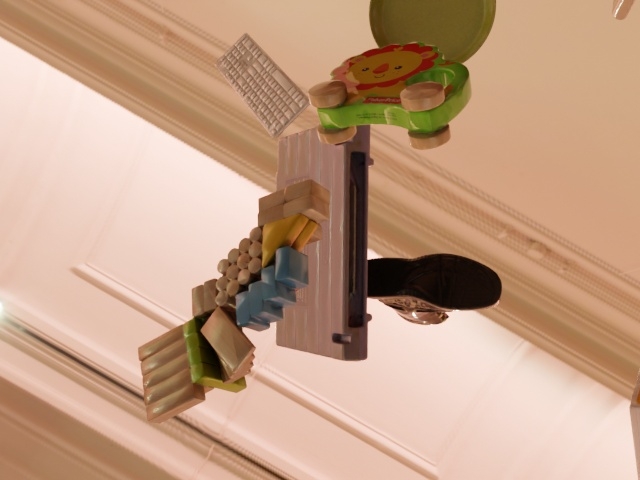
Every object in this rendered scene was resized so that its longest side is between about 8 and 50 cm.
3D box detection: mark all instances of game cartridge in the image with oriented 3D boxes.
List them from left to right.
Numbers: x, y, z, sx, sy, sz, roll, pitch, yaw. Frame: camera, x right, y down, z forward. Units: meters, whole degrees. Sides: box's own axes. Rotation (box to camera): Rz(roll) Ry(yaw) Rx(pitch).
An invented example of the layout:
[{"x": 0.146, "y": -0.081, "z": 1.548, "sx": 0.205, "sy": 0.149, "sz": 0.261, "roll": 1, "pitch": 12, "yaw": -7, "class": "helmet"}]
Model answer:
[{"x": 0.000, "y": 0.000, "z": 1.155, "sx": 0.068, "sy": 0.230, "sz": 0.354, "roll": 2, "pitch": -92, "yaw": -26, "class": "game cartridge"}]

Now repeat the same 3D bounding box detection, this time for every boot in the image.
[{"x": 0.190, "y": 0.086, "z": 1.172, "sx": 0.237, "sy": 0.178, "sz": 0.085, "roll": 2, "pitch": -108, "yaw": 29, "class": "boot"}]

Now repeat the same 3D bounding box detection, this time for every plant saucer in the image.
[{"x": 0.214, "y": -0.438, "z": 1.402, "sx": 0.241, "sy": 0.037, "sz": 0.240, "roll": 1, "pitch": -86, "yaw": 15, "class": "plant saucer"}]

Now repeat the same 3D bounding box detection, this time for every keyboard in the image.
[{"x": -0.090, "y": -0.233, "z": 1.071, "sx": 0.072, "sy": 0.014, "sz": 0.256, "roll": -48, "pitch": -136, "yaw": 11, "class": "keyboard"}]

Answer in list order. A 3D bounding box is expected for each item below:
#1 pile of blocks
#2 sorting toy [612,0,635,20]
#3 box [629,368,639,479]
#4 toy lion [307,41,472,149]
[{"x": -0.082, "y": 0.093, "z": 0.941, "sx": 0.362, "sy": 0.113, "sz": 0.149, "roll": -51, "pitch": -129, "yaw": 9, "class": "pile of blocks"}, {"x": 0.555, "y": -0.521, "z": 1.275, "sx": 0.038, "sy": 0.193, "sz": 0.208, "roll": 6, "pitch": -103, "yaw": 8, "class": "sorting toy"}, {"x": 0.476, "y": 0.262, "z": 0.948, "sx": 0.103, "sy": 0.114, "sz": 0.203, "roll": -47, "pitch": -53, "yaw": -44, "class": "box"}, {"x": 0.046, "y": -0.094, "z": 0.440, "sx": 0.100, "sy": 0.034, "sz": 0.096, "roll": 10, "pitch": -139, "yaw": 35, "class": "toy lion"}]
